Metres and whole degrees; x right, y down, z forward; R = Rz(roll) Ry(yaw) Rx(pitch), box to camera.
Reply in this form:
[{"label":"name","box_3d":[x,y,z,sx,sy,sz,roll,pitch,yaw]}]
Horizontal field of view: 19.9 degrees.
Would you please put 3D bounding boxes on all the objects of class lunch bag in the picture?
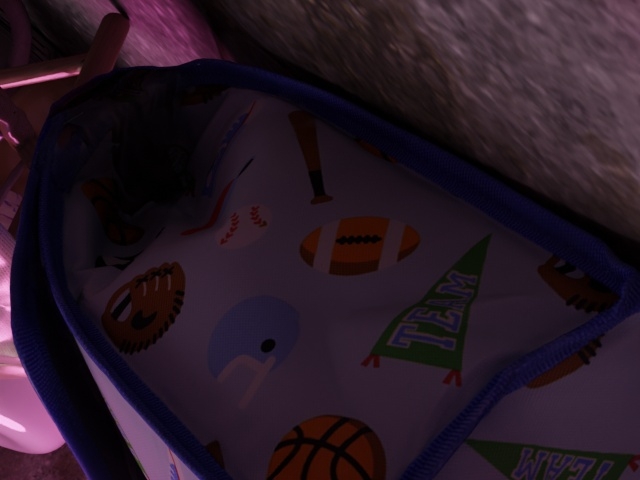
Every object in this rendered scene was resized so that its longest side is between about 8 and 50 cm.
[{"label":"lunch bag","box_3d":[0.010,0.106,0.937,0.385,0.239,0.327,40,160,49]}]

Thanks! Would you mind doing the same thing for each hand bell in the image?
[{"label":"hand bell","box_3d":[-0.119,-0.053,1.273,0.242,0.126,0.126,8,144,51]}]

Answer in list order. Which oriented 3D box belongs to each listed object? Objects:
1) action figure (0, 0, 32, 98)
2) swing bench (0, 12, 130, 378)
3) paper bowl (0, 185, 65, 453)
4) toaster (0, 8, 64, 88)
[{"label":"action figure","box_3d":[-0.388,-0.261,1.318,0.370,0.248,0.276,38,-167,29]},{"label":"swing bench","box_3d":[-0.232,-0.083,1.001,0.253,0.165,0.254,61,-156,-53]},{"label":"paper bowl","box_3d":[-0.258,0.057,1.348,0.284,0.148,0.284,21,166,6]},{"label":"toaster","box_3d":[-0.291,-0.117,1.463,0.227,0.146,0.129,40,168,18]}]
